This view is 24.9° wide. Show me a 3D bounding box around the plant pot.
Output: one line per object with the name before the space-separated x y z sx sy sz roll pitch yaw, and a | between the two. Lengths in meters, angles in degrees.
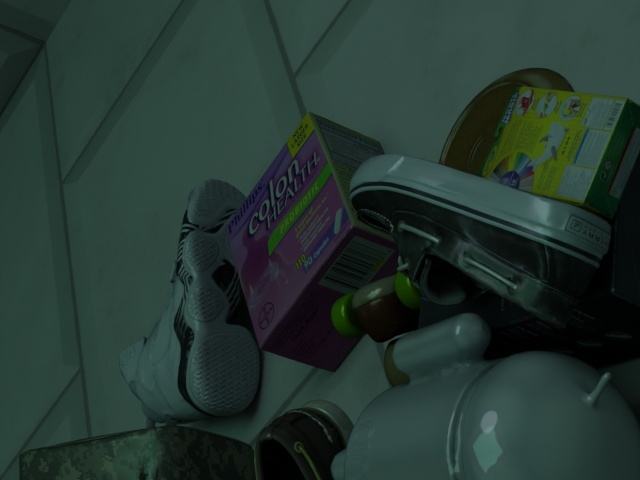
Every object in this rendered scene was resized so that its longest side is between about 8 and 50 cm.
plant pot | 0.203 -0.092 1.655 0.236 0.032 0.236 -35 45 44

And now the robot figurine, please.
robot figurine | 0.161 0.217 1.365 0.353 0.200 0.300 -24 91 51

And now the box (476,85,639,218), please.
box | 0.218 -0.084 1.336 0.179 0.043 0.105 20 86 58

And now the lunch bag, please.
lunch bag | -0.235 0.385 1.854 0.305 0.213 0.256 -13 70 31

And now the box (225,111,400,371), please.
box | 0.000 0.000 1.841 0.213 0.117 0.243 -53 34 27

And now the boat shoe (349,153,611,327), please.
boat shoe | 0.120 0.000 1.351 0.335 0.121 0.119 17 81 58

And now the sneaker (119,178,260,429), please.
sneaker | -0.190 0.100 2.064 0.210 0.137 0.365 -32 50 43

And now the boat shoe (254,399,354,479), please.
boat shoe | -0.002 0.336 1.529 0.117 0.097 0.324 -2 100 40

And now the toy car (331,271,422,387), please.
toy car | 0.123 0.123 1.600 0.155 0.149 0.188 -29 77 53

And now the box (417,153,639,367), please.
box | 0.238 0.027 1.412 0.270 0.143 0.165 -23 53 51
